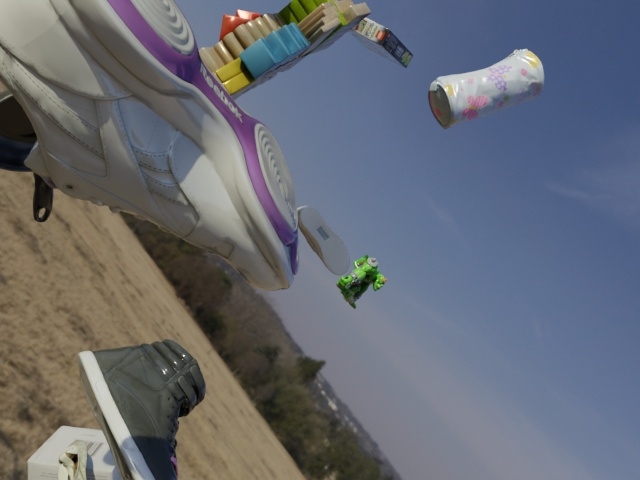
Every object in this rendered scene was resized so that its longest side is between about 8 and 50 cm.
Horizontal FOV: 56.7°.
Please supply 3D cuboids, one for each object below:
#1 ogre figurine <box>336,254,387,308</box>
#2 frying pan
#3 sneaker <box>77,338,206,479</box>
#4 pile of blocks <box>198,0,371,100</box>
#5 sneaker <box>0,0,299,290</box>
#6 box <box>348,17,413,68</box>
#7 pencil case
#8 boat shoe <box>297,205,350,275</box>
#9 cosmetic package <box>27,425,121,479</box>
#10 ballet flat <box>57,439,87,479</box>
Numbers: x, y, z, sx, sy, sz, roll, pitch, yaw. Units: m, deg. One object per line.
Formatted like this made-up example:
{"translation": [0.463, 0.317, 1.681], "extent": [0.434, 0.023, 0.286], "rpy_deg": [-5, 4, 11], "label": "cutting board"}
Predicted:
{"translation": [0.103, 0.102, 1.535], "extent": [0.097, 0.118, 0.197], "rpy_deg": [46, -7, 38], "label": "ogre figurine"}
{"translation": [-0.390, -0.141, 0.893], "extent": [0.053, 0.197, 0.326], "rpy_deg": [62, -15, 15], "label": "frying pan"}
{"translation": [-0.200, 0.236, 0.771], "extent": [0.295, 0.147, 0.104], "rpy_deg": [48, -40, 36], "label": "sneaker"}
{"translation": [-0.070, -0.329, 0.919], "extent": [0.112, 0.362, 0.149], "rpy_deg": [54, -34, -9], "label": "pile of blocks"}
{"translation": [-0.122, -0.065, 0.459], "extent": [0.305, 0.152, 0.114], "rpy_deg": [55, 20, -35], "label": "sneaker"}
{"translation": [0.125, -0.441, 1.303], "extent": [0.114, 0.036, 0.207], "rpy_deg": [34, 14, 18], "label": "box"}
{"translation": [0.396, -0.362, 1.417], "extent": [0.113, 0.273, 0.124], "rpy_deg": [-126, -162, -55], "label": "pencil case"}
{"translation": [0.000, 0.000, 1.336], "extent": [0.184, 0.066, 0.063], "rpy_deg": [50, -11, -21], "label": "boat shoe"}
{"translation": [-0.529, 0.628, 1.336], "extent": [0.155, 0.197, 0.365], "rpy_deg": [-70, 166, -76], "label": "cosmetic package"}
{"translation": [-0.493, 0.444, 1.174], "extent": [0.052, 0.057, 0.168], "rpy_deg": [51, -7, -32], "label": "ballet flat"}
